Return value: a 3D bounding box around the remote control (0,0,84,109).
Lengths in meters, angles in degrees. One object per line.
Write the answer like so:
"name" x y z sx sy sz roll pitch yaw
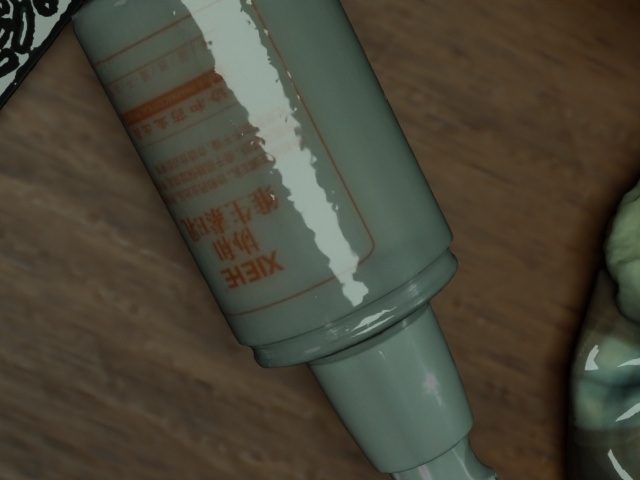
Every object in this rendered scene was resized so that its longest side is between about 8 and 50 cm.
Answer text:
"remote control" -0.158 -0.066 0.560 0.063 0.025 0.245 39 87 -11

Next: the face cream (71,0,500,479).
"face cream" 0.000 0.000 0.559 0.101 0.101 0.251 -28 100 -8

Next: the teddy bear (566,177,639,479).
"teddy bear" 0.270 -0.039 0.506 0.327 0.375 0.362 36 73 0
